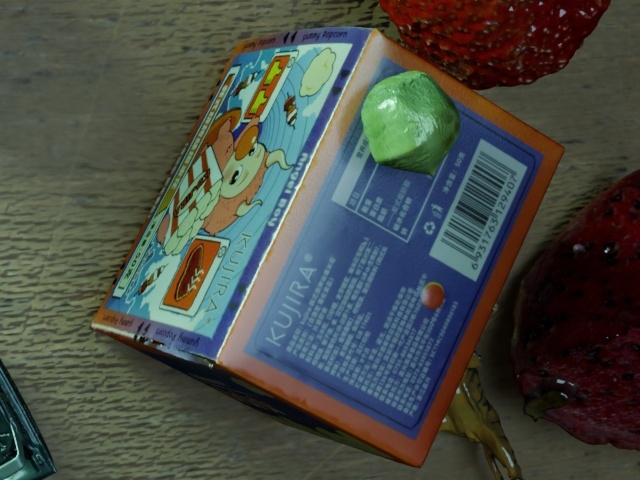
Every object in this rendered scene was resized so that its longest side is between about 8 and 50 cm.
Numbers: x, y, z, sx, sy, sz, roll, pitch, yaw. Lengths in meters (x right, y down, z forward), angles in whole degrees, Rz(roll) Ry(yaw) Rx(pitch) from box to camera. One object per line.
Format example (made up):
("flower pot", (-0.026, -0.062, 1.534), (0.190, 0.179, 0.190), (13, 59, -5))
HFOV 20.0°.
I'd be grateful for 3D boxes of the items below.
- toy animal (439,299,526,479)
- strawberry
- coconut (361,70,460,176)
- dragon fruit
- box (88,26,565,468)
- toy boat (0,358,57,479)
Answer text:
("toy animal", (0.168, 0.196, 2.014), (0.116, 0.114, 0.255), (-53, 128, -61))
("strawberry", (0.165, -0.284, 1.858), (0.277, 0.257, 0.257), (9, 90, -57))
("coconut", (0.081, -0.100, 1.596), (0.088, 0.088, 0.096), (-30, 98, -21))
("dragon fruit", (0.378, 0.139, 2.020), (0.302, 0.240, 0.330), (-44, 105, -8))
("box", (0.000, 0.000, 1.782), (0.257, 0.318, 0.348), (29, 81, -25))
("toy boat", (-0.346, 0.146, 1.748), (0.093, 0.103, 0.246), (-27, 101, 3))
